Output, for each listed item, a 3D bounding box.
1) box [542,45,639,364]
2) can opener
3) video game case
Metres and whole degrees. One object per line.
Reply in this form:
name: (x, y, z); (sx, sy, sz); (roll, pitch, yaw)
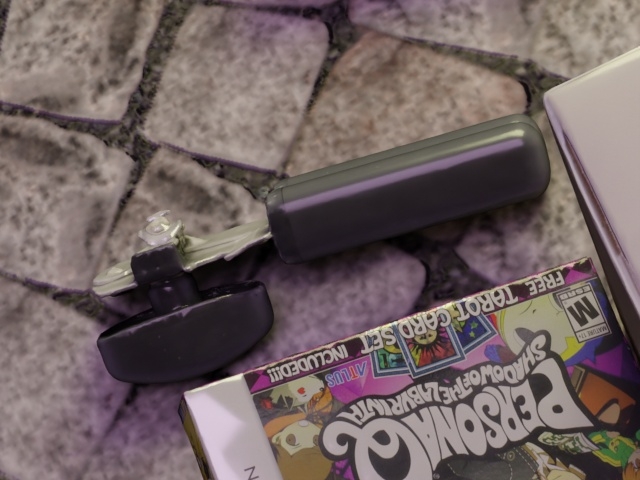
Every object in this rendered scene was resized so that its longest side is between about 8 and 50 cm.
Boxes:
box: (0.211, 0.012, 0.923); (0.148, 0.311, 0.121); (-24, 65, 4)
can opener: (0.000, 0.000, 1.124); (0.280, 0.074, 0.093); (-20, 100, 8)
video game case: (0.070, 0.139, 0.987); (0.232, 0.042, 0.210); (-17, 74, -12)
